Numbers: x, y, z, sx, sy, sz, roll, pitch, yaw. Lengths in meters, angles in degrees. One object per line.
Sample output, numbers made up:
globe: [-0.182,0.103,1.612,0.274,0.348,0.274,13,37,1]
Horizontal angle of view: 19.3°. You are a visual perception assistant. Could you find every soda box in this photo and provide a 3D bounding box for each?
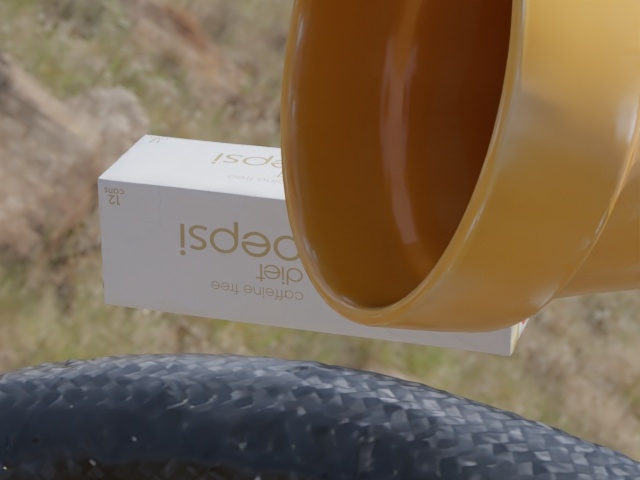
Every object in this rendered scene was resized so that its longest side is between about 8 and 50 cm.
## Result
soda box: [0.000,0.000,0.949,0.216,0.073,0.069,6,25,15]

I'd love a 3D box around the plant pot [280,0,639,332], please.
plant pot: [0.109,-0.061,0.746,0.188,0.205,0.205,6,23,-23]

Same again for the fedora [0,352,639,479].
fedora: [-0.022,0.177,0.308,0.334,0.334,0.152,45,-22,41]
